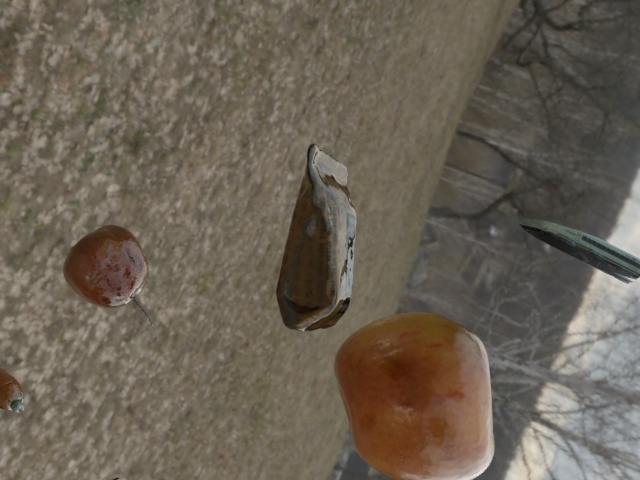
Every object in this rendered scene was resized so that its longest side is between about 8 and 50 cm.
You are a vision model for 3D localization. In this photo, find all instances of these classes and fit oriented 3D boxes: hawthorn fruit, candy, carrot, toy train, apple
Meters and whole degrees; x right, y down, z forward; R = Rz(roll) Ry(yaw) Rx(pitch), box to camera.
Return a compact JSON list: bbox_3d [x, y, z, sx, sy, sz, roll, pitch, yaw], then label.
[{"bbox_3d":[-0.371,0.052,1.365,0.149,0.189,0.149,-38,141,-40],"label":"hawthorn fruit"},{"bbox_3d":[0.000,0.000,1.135,0.143,0.101,0.271,17,77,-67],"label":"candy"},{"bbox_3d":[-0.360,0.146,0.825,0.035,0.142,0.035,-31,136,-35],"label":"carrot"},{"bbox_3d":[0.511,0.006,1.494,0.048,0.251,0.055,-62,176,-17],"label":"toy train"},{"bbox_3d":[0.162,0.271,1.313,0.299,0.275,0.299,-4,90,-84],"label":"apple"}]

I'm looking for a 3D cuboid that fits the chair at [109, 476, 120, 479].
[{"bbox_3d":[-0.449,0.454,1.256,0.145,0.140,0.221,63,29,-28],"label":"chair"}]
